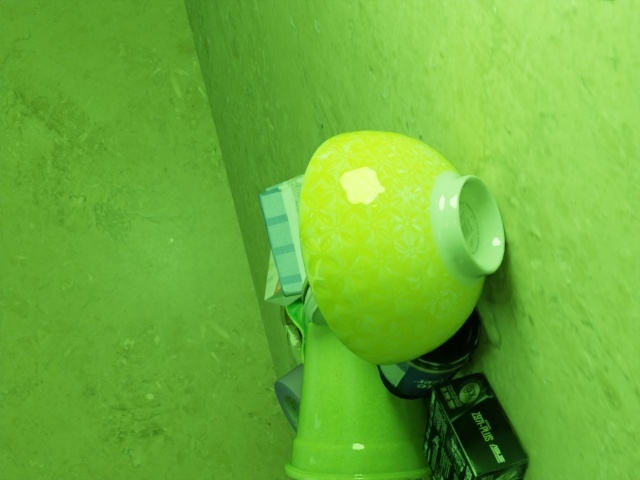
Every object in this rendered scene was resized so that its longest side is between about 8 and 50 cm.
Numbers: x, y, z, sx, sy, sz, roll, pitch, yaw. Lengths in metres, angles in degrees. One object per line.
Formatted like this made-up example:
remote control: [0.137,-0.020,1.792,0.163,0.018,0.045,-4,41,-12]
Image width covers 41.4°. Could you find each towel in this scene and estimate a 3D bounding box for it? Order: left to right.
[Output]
towel: [0.020,-0.022,1.451,0.285,0.034,0.209,-15,88,39]

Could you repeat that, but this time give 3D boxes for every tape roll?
tape roll: [-0.002,0.441,2.110,0.275,0.090,0.275,48,158,27]

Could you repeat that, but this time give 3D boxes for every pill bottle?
pill bottle: [0.146,0.157,1.227,0.219,0.122,0.123,100,154,-64]

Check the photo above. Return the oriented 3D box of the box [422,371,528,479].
box: [0.211,0.300,1.189,0.180,0.077,0.147,89,163,-46]

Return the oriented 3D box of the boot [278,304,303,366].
boot: [-0.037,0.279,2.292,0.203,0.095,0.262,-126,24,-63]

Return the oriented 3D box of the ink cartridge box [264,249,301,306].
ink cartridge box: [-0.078,0.052,2.135,0.115,0.067,0.198,-36,43,54]

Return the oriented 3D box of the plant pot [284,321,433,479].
plant pot: [0.071,0.261,1.448,0.276,0.275,0.254,152,116,-78]

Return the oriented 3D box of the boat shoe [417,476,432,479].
boat shoe: [0.163,0.480,1.585,0.105,0.089,0.285,104,151,-67]

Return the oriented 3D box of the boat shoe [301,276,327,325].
boat shoe: [0.070,0.058,1.279,0.302,0.113,0.103,-49,50,42]

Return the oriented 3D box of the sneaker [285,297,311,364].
sneaker: [-0.006,0.193,2.103,0.124,0.109,0.296,-63,31,33]

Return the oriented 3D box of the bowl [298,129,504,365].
bowl: [0.121,-0.005,1.001,0.156,0.289,0.290,-13,90,37]
